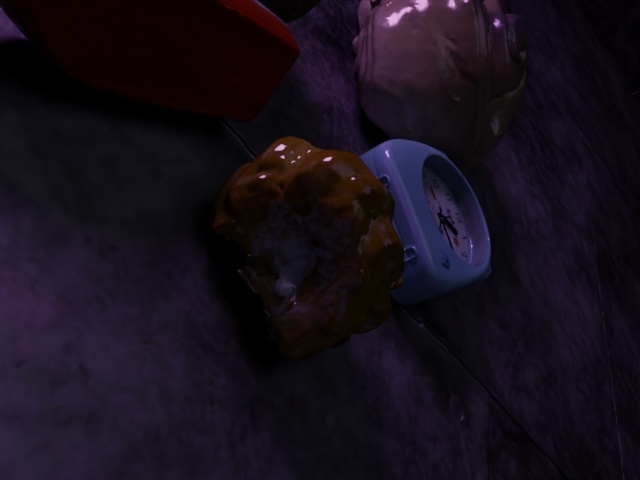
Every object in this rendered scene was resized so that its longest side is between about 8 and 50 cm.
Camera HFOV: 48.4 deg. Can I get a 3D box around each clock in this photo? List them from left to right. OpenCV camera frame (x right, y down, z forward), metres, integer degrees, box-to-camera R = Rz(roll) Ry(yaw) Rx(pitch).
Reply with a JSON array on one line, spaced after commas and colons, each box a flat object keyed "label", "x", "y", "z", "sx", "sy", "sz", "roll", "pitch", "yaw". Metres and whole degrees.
[{"label": "clock", "x": 0.162, "y": -0.026, "z": 1.045, "sx": 0.274, "sy": 0.094, "sz": 0.224, "roll": 0, "pitch": 68, "yaw": -56}]

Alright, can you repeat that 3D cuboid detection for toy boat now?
[{"label": "toy boat", "x": -0.173, "y": -0.221, "z": 0.687, "sx": 0.331, "sy": 0.145, "sz": 0.133, "roll": 5, "pitch": 40, "yaw": -54}]

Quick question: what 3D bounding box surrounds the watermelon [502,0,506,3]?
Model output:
[{"label": "watermelon", "x": 0.427, "y": -0.698, "z": 1.861, "sx": 0.318, "sy": 0.148, "sz": 0.226, "roll": -14, "pitch": 97, "yaw": -70}]

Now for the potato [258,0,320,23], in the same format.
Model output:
[{"label": "potato", "x": -0.088, "y": -0.350, "z": 0.831, "sx": 0.296, "sy": 0.191, "sz": 0.141, "roll": 8, "pitch": 49, "yaw": -51}]

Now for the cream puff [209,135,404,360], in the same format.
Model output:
[{"label": "cream puff", "x": 0.005, "y": -0.003, "z": 0.747, "sx": 0.194, "sy": 0.194, "sz": 0.221, "roll": -25, "pitch": 93, "yaw": -57}]

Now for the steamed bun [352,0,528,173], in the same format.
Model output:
[{"label": "steamed bun", "x": 0.214, "y": -0.303, "z": 1.162, "sx": 0.352, "sy": 0.247, "sz": 0.339, "roll": 29, "pitch": 45, "yaw": -35}]
